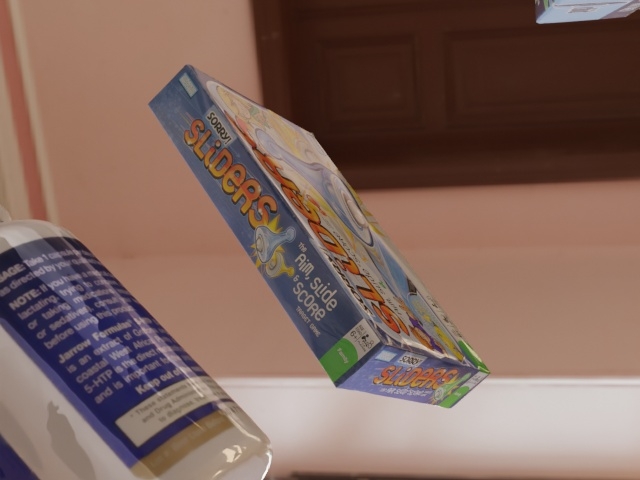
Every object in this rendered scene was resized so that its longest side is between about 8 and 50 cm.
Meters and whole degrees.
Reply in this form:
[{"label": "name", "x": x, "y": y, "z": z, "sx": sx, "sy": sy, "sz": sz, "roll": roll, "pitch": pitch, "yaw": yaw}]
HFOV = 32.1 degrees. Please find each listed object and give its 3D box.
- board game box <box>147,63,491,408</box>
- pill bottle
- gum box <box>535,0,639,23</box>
[{"label": "board game box", "x": 0.000, "y": 0.000, "z": 0.613, "sx": 0.201, "sy": 0.035, "sz": 0.136, "roll": 54, "pitch": -163, "yaw": 27}, {"label": "pill bottle", "x": -0.120, "y": 0.057, "z": 0.453, "sx": 0.112, "sy": 0.186, "sz": 0.112, "roll": -41, "pitch": -17, "yaw": -15}, {"label": "gum box", "x": 0.089, "y": -0.169, "z": 0.361, "sx": 0.157, "sy": 0.041, "sz": 0.184, "roll": -49, "pitch": -45, "yaw": -80}]
